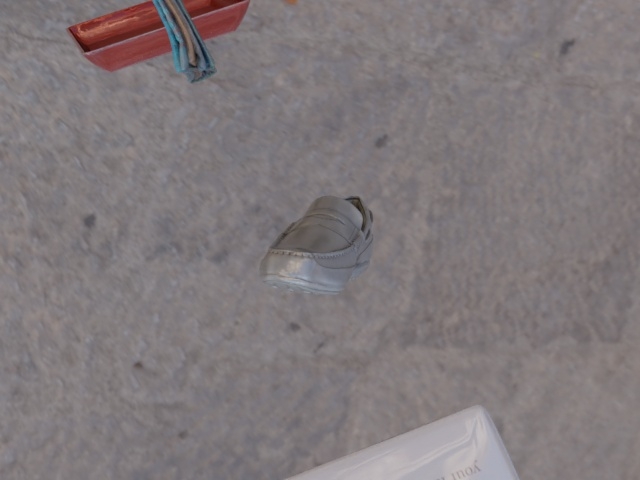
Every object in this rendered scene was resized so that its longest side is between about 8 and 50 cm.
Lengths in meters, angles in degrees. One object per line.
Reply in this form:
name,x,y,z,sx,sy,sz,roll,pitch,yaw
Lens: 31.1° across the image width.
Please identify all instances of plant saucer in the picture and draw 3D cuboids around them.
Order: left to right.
plant saucer,-0.250,-0.327,1.765,0.258,0.259,0.048,-21,113,-11

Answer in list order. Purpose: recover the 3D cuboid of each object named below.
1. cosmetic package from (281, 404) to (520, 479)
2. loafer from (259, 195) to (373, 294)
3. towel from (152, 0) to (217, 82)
cosmetic package,0.070,0.352,0.647,0.230,0.453,0.161,-18,162,-12
loafer,0.000,0.000,1.421,0.112,0.319,0.112,10,98,10
towel,-0.215,-0.343,1.260,0.040,0.271,0.370,-28,97,-1
